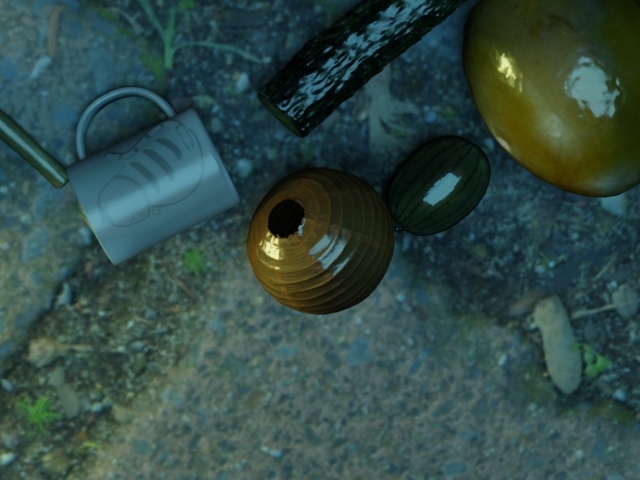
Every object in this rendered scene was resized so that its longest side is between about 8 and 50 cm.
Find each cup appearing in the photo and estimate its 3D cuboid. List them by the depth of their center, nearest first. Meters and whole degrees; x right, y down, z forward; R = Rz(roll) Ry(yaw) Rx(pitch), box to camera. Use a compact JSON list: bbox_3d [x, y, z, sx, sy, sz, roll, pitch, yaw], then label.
[{"bbox_3d":[-0.158,-0.065,1.541,0.133,0.099,0.136,-26,108,-1],"label":"cup"}]

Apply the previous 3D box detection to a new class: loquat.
[{"bbox_3d":[0.224,-0.149,1.541,0.179,0.179,0.227,-33,105,1],"label":"loquat"}]

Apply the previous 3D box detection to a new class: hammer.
[{"bbox_3d":[-0.305,-0.115,1.548,0.062,0.013,0.199,-45,107,5],"label":"hammer"}]

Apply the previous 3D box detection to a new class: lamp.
[{"bbox_3d":[0.000,0.000,1.567,0.136,0.136,0.136,-2,105,-9],"label":"lamp"}]

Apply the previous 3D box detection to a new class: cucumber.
[{"bbox_3d":[0.072,-0.205,1.560,0.293,0.067,0.067,-39,108,-1],"label":"cucumber"}]

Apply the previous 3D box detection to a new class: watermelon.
[{"bbox_3d":[0.108,-0.049,1.602,0.111,0.078,0.078,-40,107,5],"label":"watermelon"}]
